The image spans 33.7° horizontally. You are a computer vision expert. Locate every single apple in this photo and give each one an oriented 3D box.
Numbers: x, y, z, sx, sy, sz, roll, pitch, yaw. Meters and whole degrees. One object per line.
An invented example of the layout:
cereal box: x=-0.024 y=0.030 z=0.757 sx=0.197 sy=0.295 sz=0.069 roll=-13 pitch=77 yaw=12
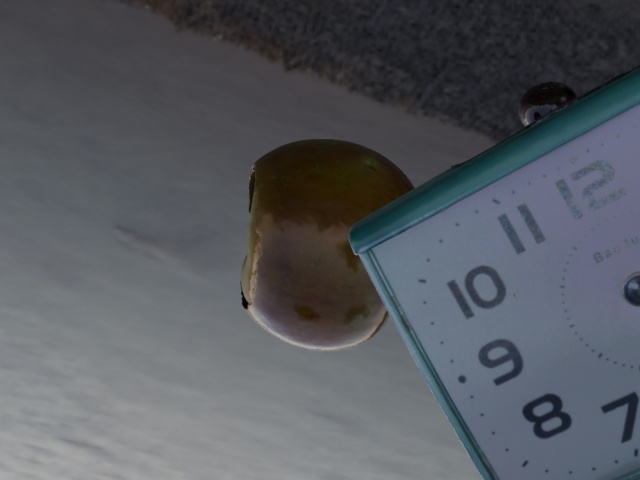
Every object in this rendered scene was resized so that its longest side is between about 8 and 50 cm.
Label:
apple: x=0.000 y=0.000 z=1.186 sx=0.208 sy=0.237 sz=0.237 roll=17 pitch=155 yaw=8

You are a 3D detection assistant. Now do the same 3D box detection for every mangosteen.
mangosteen: x=0.300 y=-0.168 z=1.377 sx=0.081 sy=0.081 sz=0.081 roll=9 pitch=154 yaw=4

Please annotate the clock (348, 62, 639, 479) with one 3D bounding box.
clock: x=0.185 y=0.026 z=0.611 sx=0.262 sy=0.231 sz=0.116 roll=-29 pitch=-178 yaw=15
